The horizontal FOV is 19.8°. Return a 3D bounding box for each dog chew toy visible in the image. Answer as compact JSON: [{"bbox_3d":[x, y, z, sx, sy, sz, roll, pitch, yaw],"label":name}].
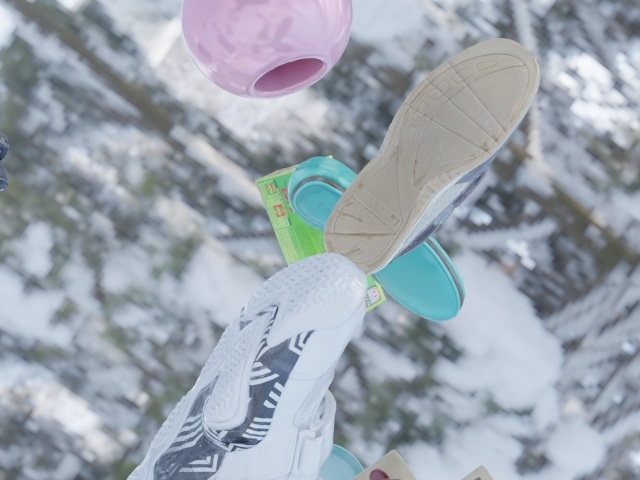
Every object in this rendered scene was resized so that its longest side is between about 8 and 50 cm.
[{"bbox_3d":[-0.091,-0.340,2.199,0.206,0.332,0.206,-18,164,-6],"label":"dog chew toy"}]

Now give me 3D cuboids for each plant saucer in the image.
[{"bbox_3d":[0.000,0.299,2.171,0.119,0.119,0.021,-55,170,0],"label":"plant saucer"}]

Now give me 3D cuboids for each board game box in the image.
[{"bbox_3d":[0.000,0.000,2.125,0.092,0.181,0.043,-13,-169,42],"label":"board game box"}]

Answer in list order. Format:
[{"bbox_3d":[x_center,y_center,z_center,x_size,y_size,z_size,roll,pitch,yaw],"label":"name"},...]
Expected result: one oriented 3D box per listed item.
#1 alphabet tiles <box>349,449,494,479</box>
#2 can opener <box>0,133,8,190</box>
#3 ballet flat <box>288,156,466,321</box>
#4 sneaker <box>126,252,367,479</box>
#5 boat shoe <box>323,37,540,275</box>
[{"bbox_3d":[0.056,0.368,1.631,0.342,0.285,0.011,-35,170,-4],"label":"alphabet tiles"},{"bbox_3d":[-0.399,-0.101,1.847,0.059,0.186,0.073,-62,-145,17],"label":"can opener"},{"bbox_3d":[0.067,-0.011,1.990,0.083,0.247,0.087,-41,-157,26],"label":"ballet flat"},{"bbox_3d":[-0.018,0.186,1.474,0.366,0.210,0.137,-55,-167,23],"label":"sneaker"},{"bbox_3d":[0.115,-0.083,1.817,0.285,0.103,0.092,-52,167,15],"label":"boat shoe"}]
